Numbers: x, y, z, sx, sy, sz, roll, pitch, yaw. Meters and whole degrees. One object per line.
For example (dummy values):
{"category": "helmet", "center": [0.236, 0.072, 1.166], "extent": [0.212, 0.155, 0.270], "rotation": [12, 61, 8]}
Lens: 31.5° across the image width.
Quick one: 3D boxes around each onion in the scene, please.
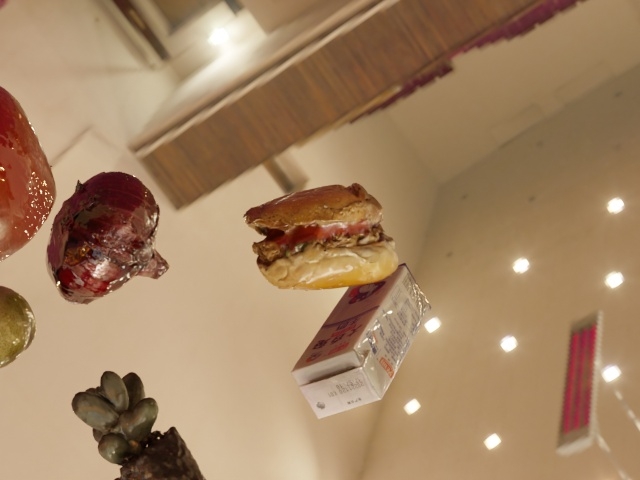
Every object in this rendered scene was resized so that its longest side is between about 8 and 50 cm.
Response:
{"category": "onion", "center": [-0.368, 0.005, 1.995], "extent": [0.252, 0.219, 0.252], "rotation": [-51, -163, 21]}

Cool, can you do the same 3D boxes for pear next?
{"category": "pear", "center": [-0.570, 0.155, 1.950], "extent": [0.167, 0.137, 0.167], "rotation": [-33, -169, 7]}

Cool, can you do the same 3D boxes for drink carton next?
{"category": "drink carton", "center": [0.076, 0.166, 1.917], "extent": [0.130, 0.107, 0.315], "rotation": [-24, -165, 29]}

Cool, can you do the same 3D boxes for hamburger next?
{"category": "hamburger", "center": [0.000, 0.000, 1.832], "extent": [0.244, 0.163, 0.244], "rotation": [-10, -171, 2]}

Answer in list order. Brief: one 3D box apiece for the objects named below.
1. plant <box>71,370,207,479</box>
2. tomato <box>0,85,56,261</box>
{"category": "plant", "center": [-0.322, 0.357, 1.982], "extent": [0.149, 0.275, 0.146], "rotation": [-42, 164, 27]}
{"category": "tomato", "center": [-0.422, -0.078, 1.078], "extent": [0.338, 0.144, 0.338], "rotation": [-4, -146, 3]}
